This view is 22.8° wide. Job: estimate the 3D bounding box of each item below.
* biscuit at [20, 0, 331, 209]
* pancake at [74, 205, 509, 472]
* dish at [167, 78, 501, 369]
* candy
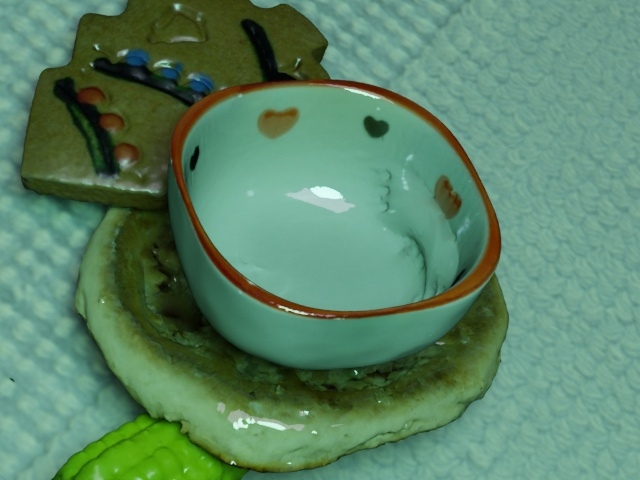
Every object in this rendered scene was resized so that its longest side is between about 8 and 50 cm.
[{"bbox_3d":[-0.117,-0.116,1.315,0.278,0.043,0.301,41,56,20],"label":"biscuit"},{"bbox_3d":[-0.022,0.038,1.271,0.356,0.065,0.356,7,45,-7],"label":"pancake"},{"bbox_3d":[0.000,0.000,1.188,0.256,0.117,0.256,9,46,-10],"label":"dish"},{"bbox_3d":[-0.107,0.167,1.207,0.209,0.097,0.097,-31,77,-34],"label":"candy"}]
